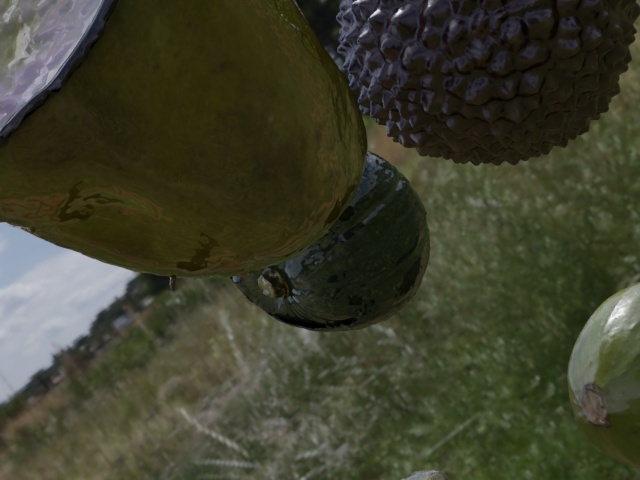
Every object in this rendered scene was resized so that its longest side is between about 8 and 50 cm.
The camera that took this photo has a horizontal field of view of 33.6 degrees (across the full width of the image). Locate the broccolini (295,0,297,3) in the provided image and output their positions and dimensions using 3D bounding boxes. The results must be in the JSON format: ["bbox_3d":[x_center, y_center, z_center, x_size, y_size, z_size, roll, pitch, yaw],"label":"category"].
[{"bbox_3d":[-0.024,-0.376,1.587,0.074,0.079,0.392,2,-50,-44],"label":"broccolini"}]

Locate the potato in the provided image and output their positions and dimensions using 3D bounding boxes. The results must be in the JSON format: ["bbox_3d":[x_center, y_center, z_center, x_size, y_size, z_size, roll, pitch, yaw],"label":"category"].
[{"bbox_3d":[-0.086,-0.081,0.631,0.229,0.229,0.266,-37,-43,21],"label":"potato"}]

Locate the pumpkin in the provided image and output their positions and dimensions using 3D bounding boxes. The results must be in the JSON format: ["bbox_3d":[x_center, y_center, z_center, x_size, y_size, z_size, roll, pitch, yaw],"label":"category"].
[{"bbox_3d":[0.000,0.000,1.656,0.327,0.291,0.257,-9,29,50],"label":"pumpkin"}]

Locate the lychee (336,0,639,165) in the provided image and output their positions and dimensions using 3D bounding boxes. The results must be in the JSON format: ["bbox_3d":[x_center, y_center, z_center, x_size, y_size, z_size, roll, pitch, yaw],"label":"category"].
[{"bbox_3d":[0.161,-0.210,1.046,0.306,0.306,0.330,-37,8,30],"label":"lychee"}]

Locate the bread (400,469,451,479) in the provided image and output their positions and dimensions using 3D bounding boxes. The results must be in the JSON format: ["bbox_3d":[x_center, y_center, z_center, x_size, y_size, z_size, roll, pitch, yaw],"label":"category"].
[{"bbox_3d":[0.169,0.386,1.509,0.082,0.125,0.106,-46,1,-13],"label":"bread"}]

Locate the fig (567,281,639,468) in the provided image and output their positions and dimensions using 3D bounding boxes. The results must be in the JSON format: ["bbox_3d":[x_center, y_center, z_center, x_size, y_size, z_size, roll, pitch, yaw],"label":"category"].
[{"bbox_3d":[0.563,0.227,1.760,0.343,0.343,0.343,-38,1,1],"label":"fig"}]
